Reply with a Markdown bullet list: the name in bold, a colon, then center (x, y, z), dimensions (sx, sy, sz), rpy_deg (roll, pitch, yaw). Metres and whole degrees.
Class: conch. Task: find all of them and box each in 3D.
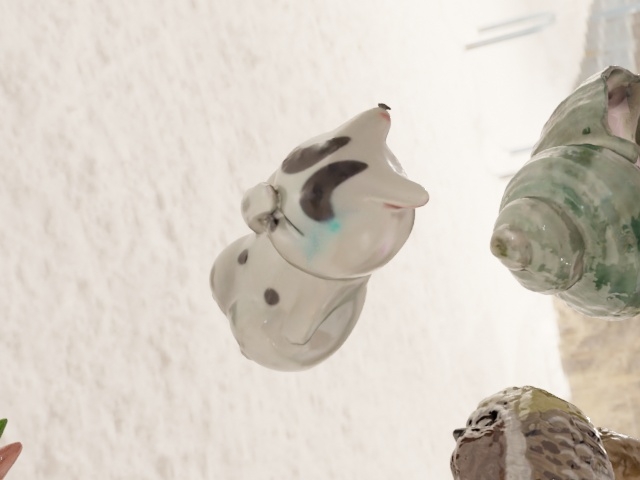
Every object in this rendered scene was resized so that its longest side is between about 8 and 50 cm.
- **conch**: center (0.250, -0.031, 1.098), dimensions (0.277, 0.195, 0.220), rpy_deg (-26, 117, -35)

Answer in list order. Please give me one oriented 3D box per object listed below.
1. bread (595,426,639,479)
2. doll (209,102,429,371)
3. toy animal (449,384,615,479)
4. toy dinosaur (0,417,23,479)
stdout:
- **bread**: center (0.213, 0.259, 1.025), dimensions (0.123, 0.230, 0.230), rpy_deg (-138, -152, -67)
- **doll**: center (-0.005, 0.005, 0.806), dimensions (0.106, 0.181, 0.110), rpy_deg (-2, 45, -32)
- **toy animal**: center (0.146, 0.155, 0.767), dimensions (0.098, 0.137, 0.098), rpy_deg (-43, 154, -28)
- **toy dinosaur**: center (-0.425, 0.261, 1.341), dimensions (0.177, 0.194, 0.152), rpy_deg (89, -6, -71)
